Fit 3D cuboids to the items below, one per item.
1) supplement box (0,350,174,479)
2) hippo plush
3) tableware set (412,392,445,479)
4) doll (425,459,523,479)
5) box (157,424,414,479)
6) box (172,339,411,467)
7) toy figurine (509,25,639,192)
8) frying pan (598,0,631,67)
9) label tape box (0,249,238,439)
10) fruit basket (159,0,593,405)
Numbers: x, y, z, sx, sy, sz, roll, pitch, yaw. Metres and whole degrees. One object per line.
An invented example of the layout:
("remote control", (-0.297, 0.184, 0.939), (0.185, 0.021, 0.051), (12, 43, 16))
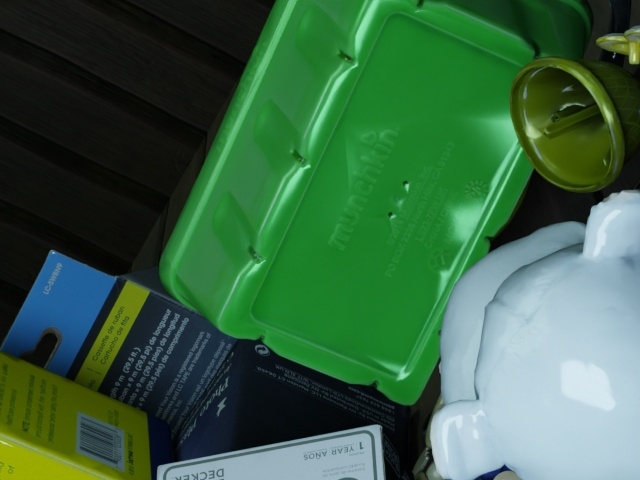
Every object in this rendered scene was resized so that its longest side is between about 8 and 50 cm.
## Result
("supplement box", (-0.317, 0.195, 1.368), (0.194, 0.357, 0.195), (-63, 13, 10))
("hippo plush", (0.153, 0.114, 0.772), (0.234, 0.237, 0.294), (-62, 13, 5))
("tableware set", (0.072, 0.161, 1.232), (0.194, 0.039, 0.128), (-61, 7, 17))
("doll", (0.120, 0.168, 1.216), (0.189, 0.046, 0.129), (138, 154, -72))
("box", (-0.018, 0.279, 1.095), (0.087, 0.169, 0.290), (60, -159, -53))
("box", (-0.067, 0.291, 1.412), (0.296, 0.183, 0.294), (-57, 16, 28))
("toy figurine", (0.288, -0.097, 0.994), (0.217, 0.191, 0.362), (-37, 8, -15))
("frying pan", (0.247, -0.260, 1.337), (0.197, 0.053, 0.326), (-84, 9, -46))
("label tape box", (-0.169, 0.161, 1.705), (0.240, 0.334, 0.106), (-60, 13, 13))
("fruit basket", (0.058, -0.074, 1.382), (0.392, 0.283, 0.392), (-157, 90, -79))
